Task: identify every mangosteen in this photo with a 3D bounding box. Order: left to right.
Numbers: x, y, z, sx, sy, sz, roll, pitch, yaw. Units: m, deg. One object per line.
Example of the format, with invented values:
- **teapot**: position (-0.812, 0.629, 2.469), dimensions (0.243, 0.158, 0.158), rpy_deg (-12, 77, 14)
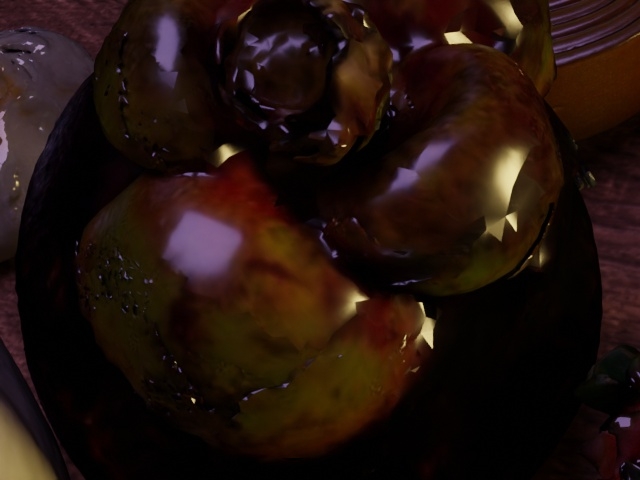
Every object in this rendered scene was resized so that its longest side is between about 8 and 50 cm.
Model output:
- **mangosteen**: position (-0.009, -0.006, 0.791), dimensions (0.381, 0.421, 0.381), rpy_deg (-5, 37, 3)

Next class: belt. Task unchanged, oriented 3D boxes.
- **belt**: position (0.113, -0.185, 1.003), dimensions (0.339, 0.122, 0.217), rpy_deg (-1, 62, 12)

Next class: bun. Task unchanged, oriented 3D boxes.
- **bun**: position (-0.339, -0.105, 1.254), dimensions (0.287, 0.146, 0.287), rpy_deg (-15, 48, 18)

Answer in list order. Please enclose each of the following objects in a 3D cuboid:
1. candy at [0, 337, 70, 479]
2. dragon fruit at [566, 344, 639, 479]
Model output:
- **candy**: position (-0.251, 0.190, 0.810), dimensions (0.186, 0.386, 0.427), rpy_deg (-5, 31, -22)
- **dragon fruit**: position (0.271, 0.150, 0.669), dimensions (0.234, 0.234, 0.293), rpy_deg (-41, 59, -11)
